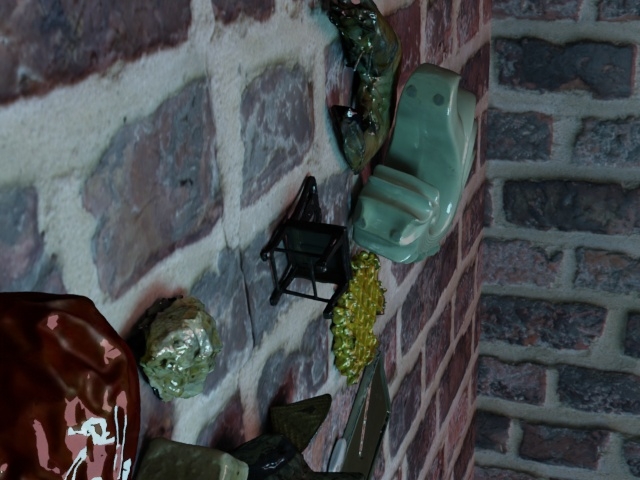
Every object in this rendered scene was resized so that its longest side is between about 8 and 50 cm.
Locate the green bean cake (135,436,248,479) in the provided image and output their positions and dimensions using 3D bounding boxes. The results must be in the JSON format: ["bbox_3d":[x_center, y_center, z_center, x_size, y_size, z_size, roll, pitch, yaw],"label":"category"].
[{"bbox_3d":[-0.159,0.322,1.088,0.085,0.109,0.179,60,40,-62],"label":"green bean cake"}]

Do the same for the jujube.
[{"bbox_3d":[-0.230,0.165,0.742,0.174,0.174,0.250,12,82,-71],"label":"jujube"}]

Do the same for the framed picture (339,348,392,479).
[{"bbox_3d":[0.091,0.412,1.989,0.232,0.024,0.315,77,27,-43],"label":"framed picture"}]

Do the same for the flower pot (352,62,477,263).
[{"bbox_3d":[0.193,-0.141,1.828,0.254,0.165,0.367,-1,112,-68],"label":"flower pot"}]

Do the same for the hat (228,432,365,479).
[{"bbox_3d":[-0.075,0.334,1.293,0.128,0.265,0.265,58,22,2],"label":"hat"}]

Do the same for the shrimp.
[{"bbox_3d":[0.066,-0.273,1.644,0.445,0.085,0.272,51,53,-70],"label":"shrimp"}]

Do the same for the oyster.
[{"bbox_3d":[-0.149,0.124,1.124,0.209,0.072,0.132,68,36,-58],"label":"oyster"}]

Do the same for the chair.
[{"bbox_3d":[0.000,0.000,1.473,0.229,0.113,0.106,-59,151,-45],"label":"chair"}]

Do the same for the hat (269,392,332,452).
[{"bbox_3d":[-0.053,0.278,1.479,0.146,0.067,0.146,-51,-171,11],"label":"hat"}]

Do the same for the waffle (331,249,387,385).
[{"bbox_3d":[0.075,0.139,1.821,0.228,0.051,0.231,-50,141,-55],"label":"waffle"}]

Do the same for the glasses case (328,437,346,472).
[{"bbox_3d":[0.032,0.412,1.815,0.032,0.021,0.083,79,25,-46],"label":"glasses case"}]
